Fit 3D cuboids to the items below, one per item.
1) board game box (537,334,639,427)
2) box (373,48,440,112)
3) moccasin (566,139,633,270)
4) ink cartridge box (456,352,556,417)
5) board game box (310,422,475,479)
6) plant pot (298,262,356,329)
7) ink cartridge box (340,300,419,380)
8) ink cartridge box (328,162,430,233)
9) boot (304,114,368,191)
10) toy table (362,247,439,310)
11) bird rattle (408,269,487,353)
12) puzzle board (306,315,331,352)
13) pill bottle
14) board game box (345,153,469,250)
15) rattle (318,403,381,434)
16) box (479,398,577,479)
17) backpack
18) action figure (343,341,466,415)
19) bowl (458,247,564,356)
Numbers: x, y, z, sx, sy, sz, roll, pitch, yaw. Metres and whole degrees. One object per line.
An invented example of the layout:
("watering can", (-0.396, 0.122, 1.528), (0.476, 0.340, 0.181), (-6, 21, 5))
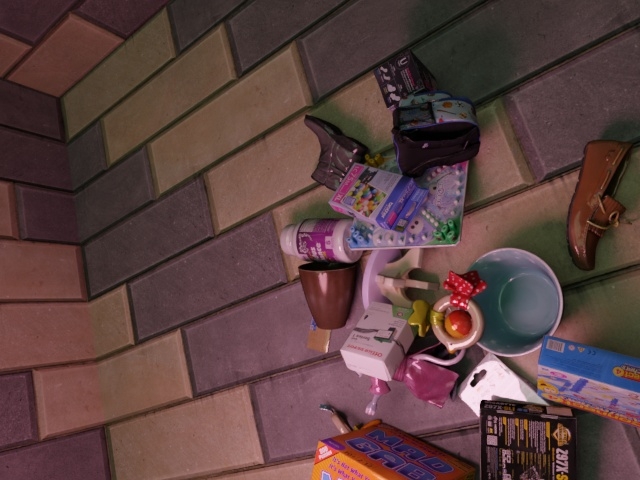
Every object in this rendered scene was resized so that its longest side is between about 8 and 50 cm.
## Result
("board game box", (0.731, 0.374, 1.268), (0.309, 0.302, 0.086), (12, 64, 30))
("box", (0.314, -0.505, 1.669), (0.142, 0.247, 0.163), (-26, 71, 28))
("moccasin", (0.803, -0.098, 1.396), (0.147, 0.139, 0.379), (12, 82, 41))
("ink cartridge box", (0.568, 0.492, 1.522), (0.189, 0.066, 0.232), (-55, 52, 15))
("board game box", (0.202, 0.824, 1.499), (0.357, 0.357, 0.355), (12, 91, 42))
("plant pot", (0.031, 0.204, 1.812), (0.216, 0.215, 0.230), (1, 99, 32))
("ink cartridge box", (0.187, 0.306, 1.524), (0.160, 0.219, 0.092), (6, 133, 37))
("ink cartridge box", (0.193, -0.149, 1.663), (0.311, 0.065, 0.185), (25, 77, 39))
("boot", (0.013, -0.339, 1.927), (0.338, 0.118, 0.222), (43, 115, 35))
("toy table", (0.262, 0.142, 1.655), (0.161, 0.252, 0.274), (8, 100, 49))
("bird rattle", (0.405, 0.217, 1.466), (0.254, 0.143, 0.206), (-39, 67, 20))
("puzzle board", (-0.003, 0.366, 1.912), (0.097, 0.011, 0.128), (8, 88, 34))
("pill bottle", (0.000, 0.000, 1.852), (0.302, 0.169, 0.169), (1, 85, 37))
("board game box", (0.294, -0.155, 1.674), (0.390, 0.050, 0.389), (-3, 60, 32))
("rattle", (0.098, 0.633, 1.787), (0.142, 0.130, 0.200), (-52, 34, 5))
("box", (0.594, 0.639, 1.416), (0.257, 0.079, 0.321), (-1, 93, 19))
("backpack", (0.367, -0.341, 1.554), (0.264, 0.276, 0.213), (-2, 68, 14))
("action figure", (0.257, 0.408, 1.570), (0.371, 0.275, 0.248), (9, 49, 5))
("bowl", (0.584, 0.184, 1.454), (0.312, 0.163, 0.311), (-10, 76, 44))
